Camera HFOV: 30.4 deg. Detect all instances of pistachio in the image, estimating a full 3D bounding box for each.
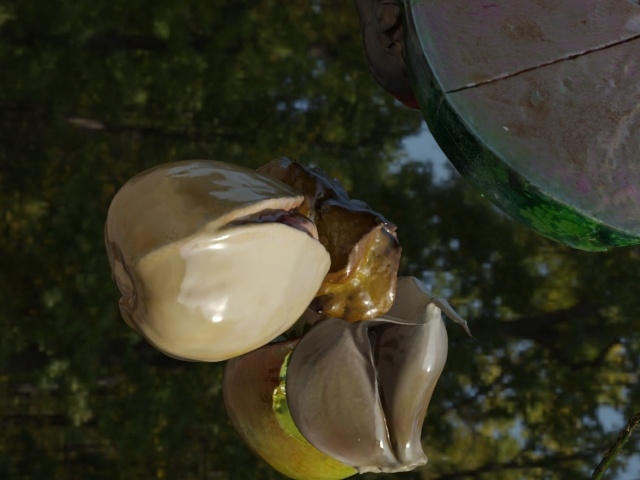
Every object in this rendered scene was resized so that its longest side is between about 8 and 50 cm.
[{"bbox_3d":[-0.113,0.016,1.276,0.230,0.309,0.230,1,-88,31],"label":"pistachio"}]

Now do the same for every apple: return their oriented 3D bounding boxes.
[{"bbox_3d":[-0.007,0.278,2.160,0.339,0.339,0.340,-177,-90,-71],"label":"apple"}]

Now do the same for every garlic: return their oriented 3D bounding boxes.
[{"bbox_3d":[0.074,0.193,1.849,0.246,0.231,0.340,-113,-149,-42],"label":"garlic"}]

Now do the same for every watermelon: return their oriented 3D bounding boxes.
[{"bbox_3d":[0.192,-0.138,1.156,0.222,0.319,0.292,105,8,-68],"label":"watermelon"}]

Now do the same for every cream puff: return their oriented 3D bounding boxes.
[{"bbox_3d":[0.000,0.000,1.550,0.269,0.241,0.155,38,-83,23],"label":"cream puff"}]

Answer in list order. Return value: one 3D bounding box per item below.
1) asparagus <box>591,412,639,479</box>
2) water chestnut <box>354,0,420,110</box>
[{"bbox_3d":[0.329,0.229,1.312,0.016,0.016,0.163,60,-24,30],"label":"asparagus"},{"bbox_3d":[0.205,-0.323,1.545,0.350,0.302,0.350,161,-90,-76],"label":"water chestnut"}]
